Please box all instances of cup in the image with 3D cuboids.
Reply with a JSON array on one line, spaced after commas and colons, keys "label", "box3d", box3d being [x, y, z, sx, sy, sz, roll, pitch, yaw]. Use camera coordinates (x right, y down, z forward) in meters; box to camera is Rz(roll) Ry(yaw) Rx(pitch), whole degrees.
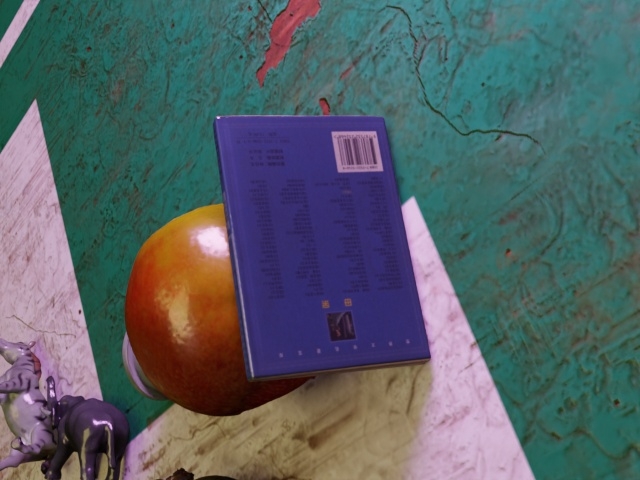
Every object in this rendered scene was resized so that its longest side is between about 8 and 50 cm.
[{"label": "cup", "box3d": [-0.169, 0.139, 1.175, 0.141, 0.120, 0.120, -13, 76, 33]}]

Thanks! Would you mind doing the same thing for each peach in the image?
[{"label": "peach", "box3d": [-0.096, 0.076, 1.004, 0.231, 0.231, 0.231, -7, 81, 48]}]

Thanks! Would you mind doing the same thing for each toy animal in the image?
[{"label": "toy animal", "box3d": [-0.366, 0.296, 1.397, 0.269, 0.082, 0.137, 8, 89, 53]}, {"label": "toy animal", "box3d": [-0.494, 0.254, 1.485, 0.089, 0.170, 0.255, -28, 62, 18]}]

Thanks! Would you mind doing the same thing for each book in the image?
[{"label": "book", "box3d": [0.000, 0.000, 0.932, 0.025, 0.190, 0.269, 138, 126, -63]}]

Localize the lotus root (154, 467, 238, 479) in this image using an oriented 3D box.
[{"label": "lotus root", "box3d": [-0.122, 0.346, 1.060, 0.278, 0.154, 0.154, 36, 112, 45]}]
